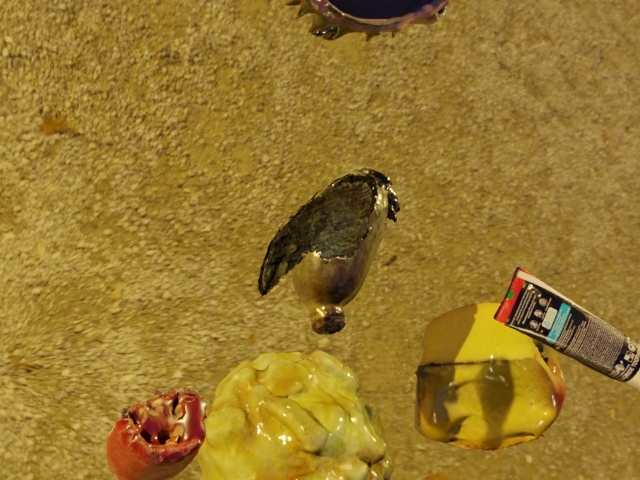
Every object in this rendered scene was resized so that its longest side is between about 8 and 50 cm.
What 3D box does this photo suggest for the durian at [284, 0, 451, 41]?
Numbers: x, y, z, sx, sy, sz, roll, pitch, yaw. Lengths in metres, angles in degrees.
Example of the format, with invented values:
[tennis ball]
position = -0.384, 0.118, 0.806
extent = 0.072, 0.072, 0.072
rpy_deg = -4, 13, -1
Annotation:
[durian]
position = 0.069, -0.263, 0.522
extent = 0.261, 0.154, 0.186
rpy_deg = -16, 123, -19

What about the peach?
[peach]
position = 0.379, 0.327, 1.515
extent = 0.306, 0.380, 0.242
rpy_deg = 61, 29, -19

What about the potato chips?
[potato chips]
position = -0.003, -0.003, 0.889
extent = 0.220, 0.202, 0.029
rpy_deg = -36, 64, -24

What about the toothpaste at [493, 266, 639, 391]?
[toothpaste]
position = 0.286, 0.102, 0.696
extent = 0.193, 0.045, 0.071
rpy_deg = 29, 68, 3

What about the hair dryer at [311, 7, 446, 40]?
[hair dryer]
position = 0.080, -0.382, 1.063
extent = 0.344, 0.189, 0.106
rpy_deg = -51, 145, -48

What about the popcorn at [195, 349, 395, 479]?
[popcorn]
position = -0.050, 0.303, 0.946
extent = 0.335, 0.274, 0.279
rpy_deg = 18, 49, -40

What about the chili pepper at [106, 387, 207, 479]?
[chili pepper]
position = -0.143, 0.174, 0.552
extent = 0.070, 0.123, 0.073
rpy_deg = 41, 53, 1

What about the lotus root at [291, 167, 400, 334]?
[lotus root]
position = 0.033, 0.015, 1.146
extent = 0.173, 0.173, 0.309
rpy_deg = 28, 70, -21
